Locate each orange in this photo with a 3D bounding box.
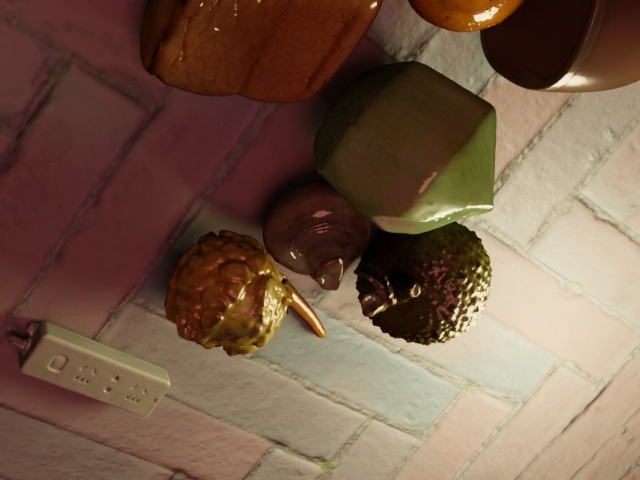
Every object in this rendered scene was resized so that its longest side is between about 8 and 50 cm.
[{"bbox_3d":[0.237,-0.459,1.520,0.240,0.240,0.240,-9,122,-15],"label":"orange"}]

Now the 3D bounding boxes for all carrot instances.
[{"bbox_3d":[-0.032,0.145,1.896,0.037,0.037,0.190,-37,128,4],"label":"carrot"}]

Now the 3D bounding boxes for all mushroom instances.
[{"bbox_3d":[0.000,0.000,1.717,0.204,0.204,0.204,-9,122,-15],"label":"mushroom"}]

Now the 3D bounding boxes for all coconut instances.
[{"bbox_3d":[0.165,-0.148,1.612,0.328,0.328,0.281,16,121,-28],"label":"coconut"}]

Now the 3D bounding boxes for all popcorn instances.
[{"bbox_3d":[-0.172,0.105,1.717,0.250,0.190,0.250,-5,135,-5],"label":"popcorn"}]

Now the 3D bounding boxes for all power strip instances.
[{"bbox_3d":[-0.437,0.245,1.791,0.338,0.058,0.098,28,107,-31],"label":"power strip"}]

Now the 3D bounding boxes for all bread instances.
[{"bbox_3d":[-0.093,-0.363,1.452,0.328,0.148,0.337,3,151,-24],"label":"bread"}]

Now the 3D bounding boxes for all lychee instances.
[{"bbox_3d":[0.197,0.073,1.791,0.270,0.320,0.270,3,111,9],"label":"lychee"}]

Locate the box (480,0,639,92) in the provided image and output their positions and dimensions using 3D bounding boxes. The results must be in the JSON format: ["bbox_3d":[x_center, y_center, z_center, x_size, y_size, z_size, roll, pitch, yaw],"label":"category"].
[{"bbox_3d":[0.448,-0.390,1.603,0.216,0.301,0.301,2,119,-26],"label":"box"}]
